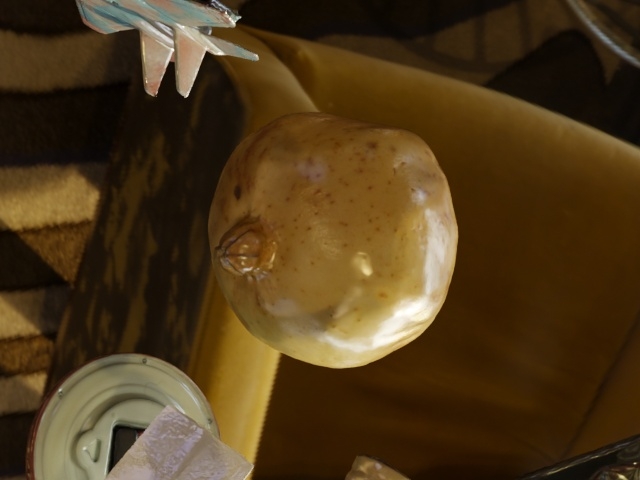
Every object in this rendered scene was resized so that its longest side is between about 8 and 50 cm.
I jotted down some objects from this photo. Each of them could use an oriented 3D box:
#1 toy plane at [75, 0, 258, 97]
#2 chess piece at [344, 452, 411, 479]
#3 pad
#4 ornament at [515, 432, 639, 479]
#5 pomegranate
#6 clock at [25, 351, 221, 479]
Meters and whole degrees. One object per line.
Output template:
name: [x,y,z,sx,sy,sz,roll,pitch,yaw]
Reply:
toy plane: [-0.205,-0.258,1.088,0.326,0.223,0.104,44,65,-41]
chess piece: [0.033,0.265,1.063,0.066,0.066,0.122,45,67,-31]
pad: [-0.214,0.342,1.515,0.232,0.156,0.004,-50,161,-19]
ornament: [0.276,0.295,0.964,0.153,0.196,0.166,-21,122,10]
pomegranate: [0.000,0.000,1.641,0.410,0.410,0.410,-9,115,-20]
clock: [-0.284,0.324,1.714,0.318,0.080,0.318,9,75,-36]
